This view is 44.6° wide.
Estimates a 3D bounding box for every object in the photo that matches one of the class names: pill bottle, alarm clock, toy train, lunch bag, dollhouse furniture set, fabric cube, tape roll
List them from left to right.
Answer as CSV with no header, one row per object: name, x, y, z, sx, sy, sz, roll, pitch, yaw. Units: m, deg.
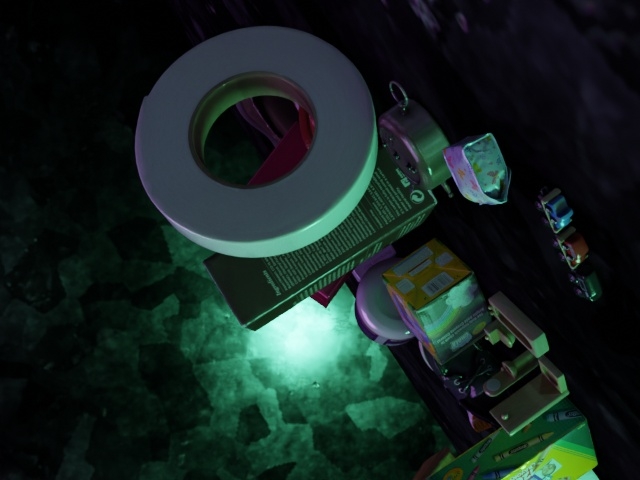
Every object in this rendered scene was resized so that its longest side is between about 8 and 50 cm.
tape roll,-0.103,-0.164,1.251,0.392,0.392,0.072,54,174,20
fabric cube,-0.018,-0.042,1.613,0.258,0.254,0.259,35,171,5
pill bottle,0.170,0.152,1.830,0.181,0.181,0.323,55,174,9
alarm clock,0.128,-0.147,1.099,0.129,0.064,0.192,50,169,46
lunch bag,0.193,-0.084,0.941,0.083,0.053,0.071,66,171,-7
dollhouse furniture set,0.303,0.202,1.281,0.144,0.123,0.151,50,172,45
toy train,0.278,0.006,0.864,0.158,0.027,0.036,58,171,-26

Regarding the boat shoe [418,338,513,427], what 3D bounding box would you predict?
boat shoe,0.321,0.287,1.617,0.340,0.127,0.113,57,175,-35

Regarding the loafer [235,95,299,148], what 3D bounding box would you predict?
loafer,-0.061,-0.276,1.751,0.130,0.134,0.366,14,157,39

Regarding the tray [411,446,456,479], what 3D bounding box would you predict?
tray,0.265,0.560,1.583,0.203,0.076,0.411,56,-170,13

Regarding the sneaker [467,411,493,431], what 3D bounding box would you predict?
sneaker,0.360,0.333,1.812,0.121,0.099,0.262,-119,7,-52

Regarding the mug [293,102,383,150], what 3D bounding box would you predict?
mug,0.023,-0.208,1.346,0.169,0.113,0.150,60,-168,1

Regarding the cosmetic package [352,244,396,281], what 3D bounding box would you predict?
cosmetic package,0.077,-0.024,1.939,0.231,0.117,0.085,54,175,9

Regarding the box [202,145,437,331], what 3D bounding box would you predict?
box,0.000,0.000,1.354,0.143,0.381,0.191,55,175,7

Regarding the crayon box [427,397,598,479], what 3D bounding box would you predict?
crayon box,0.337,0.400,1.353,0.081,0.278,0.165,53,174,47

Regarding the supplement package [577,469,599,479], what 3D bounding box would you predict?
supplement package,0.423,0.497,1.580,0.198,0.199,0.263,55,175,11

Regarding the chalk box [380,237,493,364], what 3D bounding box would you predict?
chalk box,0.227,0.128,1.464,0.132,0.132,0.213,49,170,49
